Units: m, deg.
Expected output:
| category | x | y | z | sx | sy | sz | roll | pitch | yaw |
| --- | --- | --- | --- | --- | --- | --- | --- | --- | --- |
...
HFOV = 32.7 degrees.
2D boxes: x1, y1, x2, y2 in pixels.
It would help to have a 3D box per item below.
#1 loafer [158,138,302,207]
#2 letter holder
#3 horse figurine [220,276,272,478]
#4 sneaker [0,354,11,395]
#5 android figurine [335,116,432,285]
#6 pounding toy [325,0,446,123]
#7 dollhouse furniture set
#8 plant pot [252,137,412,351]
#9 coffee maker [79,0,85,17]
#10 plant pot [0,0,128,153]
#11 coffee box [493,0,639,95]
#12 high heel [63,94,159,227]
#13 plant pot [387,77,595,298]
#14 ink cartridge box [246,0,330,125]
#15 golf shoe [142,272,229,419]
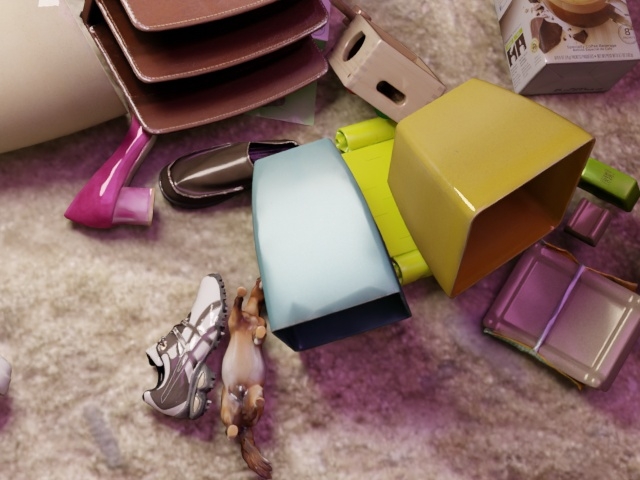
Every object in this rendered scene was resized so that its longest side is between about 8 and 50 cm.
| category | x | y | z | sx | sy | sz | roll | pitch | yaw |
| --- | --- | --- | --- | --- | --- | --- | --- | --- | --- |
| loafer | -0.116 | -0.106 | 1.506 | 0.220 | 0.078 | 0.080 | -16 | 76 | -20 |
| letter holder | -0.128 | -0.291 | 1.456 | 0.301 | 0.152 | 0.214 | -24 | 78 | -27 |
| horse figurine | -0.092 | 0.166 | 1.387 | 0.066 | 0.174 | 0.263 | 2 | 81 | -6 |
| sneaker | -0.476 | 0.057 | 1.333 | 0.292 | 0.108 | 0.169 | 30 | 69 | -2 |
| android figurine | 0.114 | -0.061 | 1.569 | 0.272 | 0.056 | 0.248 | -16 | 76 | -18 |
| pounding toy | 0.059 | -0.267 | 1.579 | 0.181 | 0.206 | 0.094 | 31 | 107 | -26 |
| dollhouse furniture set | 0.395 | 0.063 | 1.597 | 0.197 | 0.151 | 0.302 | 30 | 82 | 19 |
| plant pot | 0.000 | 0.000 | 1.422 | 0.165 | 0.166 | 0.234 | -18 | 74 | 5 |
| coffee maker | -0.392 | -0.424 | 1.521 | 0.178 | 0.120 | 0.171 | 12 | 69 | -11 |
| plant pot | -0.427 | -0.212 | 1.386 | 0.274 | 0.256 | 0.256 | -29 | 80 | -6 |
| coffee box | 0.372 | -0.389 | 1.720 | 0.168 | 0.119 | 0.297 | -5 | 73 | -16 |
| high heel | -0.278 | -0.132 | 1.479 | 0.117 | 0.082 | 0.244 | 4 | 76 | -8 |
| plant pot | 0.207 | -0.089 | 1.466 | 0.212 | 0.212 | 0.187 | -31 | 64 | -20 |
| ink cartridge box | -0.075 | -0.297 | 1.601 | 0.171 | 0.056 | 0.235 | 9 | 67 | -13 |
| golf shoe | -0.174 | 0.129 | 1.408 | 0.093 | 0.077 | 0.198 | 14 | 67 | -10 |
